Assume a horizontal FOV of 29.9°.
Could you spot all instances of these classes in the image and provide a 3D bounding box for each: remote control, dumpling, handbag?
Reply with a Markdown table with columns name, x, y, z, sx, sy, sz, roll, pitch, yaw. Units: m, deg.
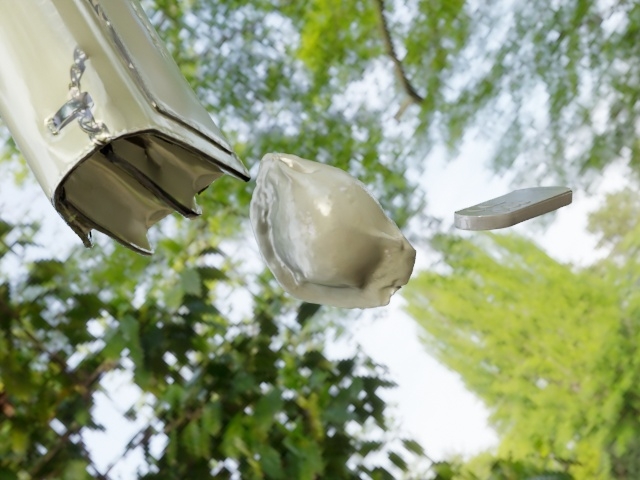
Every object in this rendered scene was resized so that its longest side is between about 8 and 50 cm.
| name | x | y | z | sx | sy | sz | roll | pitch | yaw |
| --- | --- | --- | --- | --- | --- | --- | --- | --- | --- |
| remote control | 0.242 | -0.042 | 1.488 | 0.245 | 0.077 | 0.022 | -18 | -72 | -54 |
| dumpling | 0.000 | -0.002 | 1.271 | 0.111 | 0.181 | 0.155 | 0 | -54 | -45 |
| handbag | -0.247 | -0.176 | 1.167 | 0.160 | 0.358 | 0.237 | -35 | -22 | 6 |
